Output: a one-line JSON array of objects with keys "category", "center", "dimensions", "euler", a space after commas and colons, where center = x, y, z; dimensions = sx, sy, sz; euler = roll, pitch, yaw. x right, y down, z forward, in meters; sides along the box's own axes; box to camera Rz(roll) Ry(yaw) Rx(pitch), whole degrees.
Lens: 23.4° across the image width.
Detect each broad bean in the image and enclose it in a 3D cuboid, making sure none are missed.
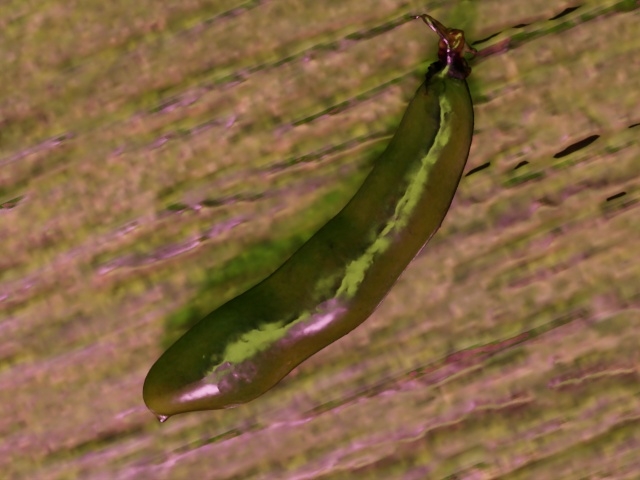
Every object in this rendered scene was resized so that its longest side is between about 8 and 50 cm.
[{"category": "broad bean", "center": [0.005, 0.003, 0.707], "dimensions": [0.069, 0.039, 0.227], "euler": [36, 95, -6]}]
